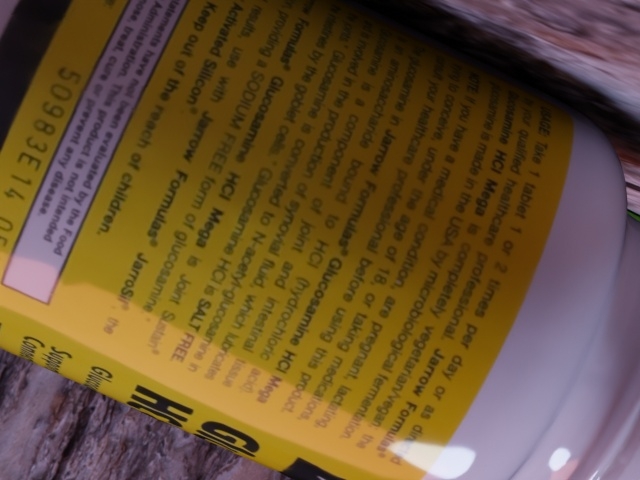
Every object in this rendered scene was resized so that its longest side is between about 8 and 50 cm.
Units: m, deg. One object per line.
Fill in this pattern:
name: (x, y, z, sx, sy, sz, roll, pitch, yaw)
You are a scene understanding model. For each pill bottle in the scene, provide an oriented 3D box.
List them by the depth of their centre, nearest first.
pill bottle: (0.000, 0.000, 0.597, 0.333, 0.188, 0.188, 25, -179, -5)

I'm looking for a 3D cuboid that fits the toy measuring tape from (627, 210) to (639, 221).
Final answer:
toy measuring tape: (0.067, -0.013, 0.896, 0.330, 0.121, 0.121, 25, 180, -10)
